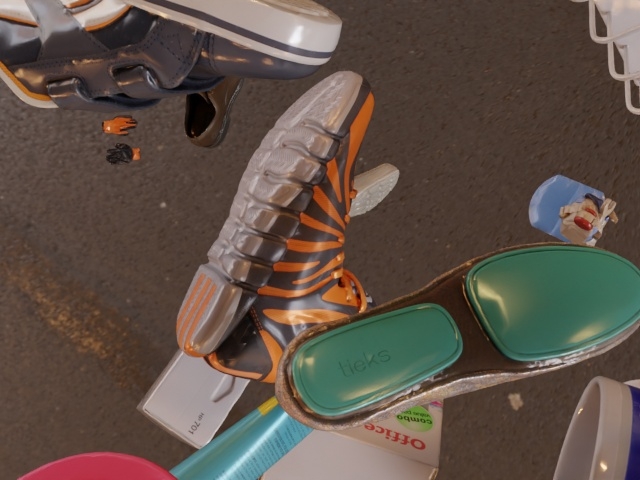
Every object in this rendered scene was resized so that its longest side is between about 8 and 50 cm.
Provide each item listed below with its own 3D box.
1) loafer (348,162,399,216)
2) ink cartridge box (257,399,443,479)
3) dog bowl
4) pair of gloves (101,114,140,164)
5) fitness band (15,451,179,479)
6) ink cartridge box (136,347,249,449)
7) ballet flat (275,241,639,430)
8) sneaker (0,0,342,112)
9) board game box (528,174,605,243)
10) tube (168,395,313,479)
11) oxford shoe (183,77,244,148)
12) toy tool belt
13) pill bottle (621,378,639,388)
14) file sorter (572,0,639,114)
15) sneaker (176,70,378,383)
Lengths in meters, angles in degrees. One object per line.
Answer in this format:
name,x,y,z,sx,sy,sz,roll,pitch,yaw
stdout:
loafer,0.045,-0.104,1.736,0.111,0.320,0.112,51,159,26
ink cartridge box,0.045,0.253,0.980,0.198,0.270,0.197,17,117,3
dog bowl,0.316,0.288,0.783,0.104,0.265,0.264,16,112,15
pair of gloves,-0.338,-0.170,1.235,0.010,0.074,0.083,12,110,35
fitness band,-0.180,0.263,0.431,0.209,0.290,0.054,15,144,31
ink cartridge box,-0.141,0.162,0.855,0.082,0.139,0.191,36,160,-4
ballet flat,0.111,0.077,0.595,0.106,0.316,0.107,110,146,-65
sneaker,-0.133,-0.145,0.519,0.321,0.126,0.127,26,113,27
board game box,0.556,-0.066,1.638,0.169,0.033,0.133,32,93,38
tube,-0.070,0.182,0.603,0.052,0.207,0.080,47,162,29
oxford shoe,-0.188,-0.275,1.274,0.083,0.096,0.227,11,96,13
toy tool belt,0.267,-0.027,0.722,0.052,0.083,0.051,35,85,16
pill bottle,0.465,0.333,1.072,0.153,0.153,0.264,16,142,22
file sorter,0.448,-0.281,0.913,0.193,0.173,0.277,-16,133,36
sneaker,0.000,0.000,0.744,0.180,0.124,0.321,28,95,-27
